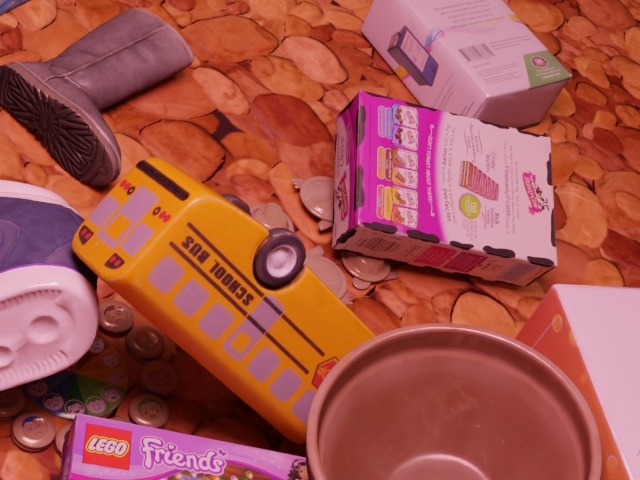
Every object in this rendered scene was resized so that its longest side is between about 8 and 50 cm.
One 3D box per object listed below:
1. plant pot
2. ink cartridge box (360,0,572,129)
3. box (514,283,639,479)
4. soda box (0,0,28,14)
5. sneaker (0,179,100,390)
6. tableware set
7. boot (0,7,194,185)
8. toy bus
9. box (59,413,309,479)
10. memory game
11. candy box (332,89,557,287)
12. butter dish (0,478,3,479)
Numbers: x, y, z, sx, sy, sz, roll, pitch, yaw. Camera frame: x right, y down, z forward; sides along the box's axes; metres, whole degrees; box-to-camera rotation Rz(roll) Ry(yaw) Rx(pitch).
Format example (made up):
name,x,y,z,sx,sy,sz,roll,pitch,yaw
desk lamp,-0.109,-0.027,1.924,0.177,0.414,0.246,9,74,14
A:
name,x,y,z,sx,sy,sz,roll,pitch,yaw
plant pot,0.105,0.191,1.092,0.237,0.110,0.237,1,47,-1
ink cartridge box,0.175,-0.231,1.627,0.154,0.093,0.212,-18,62,-37
box,0.278,0.239,1.158,0.168,0.215,0.345,4,48,-22
soda box,-0.384,-0.271,1.416,0.071,0.067,0.210,38,46,11
sneaker,-0.348,0.044,1.128,0.322,0.130,0.236,-14,30,-10
tableware set,0.000,0.000,1.385,0.141,0.020,0.169,-15,59,-36
boot,-0.212,-0.157,1.401,0.189,0.076,0.208,46,40,15
toy bus,-0.050,0.066,1.147,0.130,0.333,0.108,-49,38,-7
box,-0.072,0.263,1.077,0.293,0.057,0.201,13,46,-17
memory game,-0.216,0.115,1.182,0.186,0.012,0.186,13,46,-14
candy box,0.131,-0.052,1.407,0.233,0.071,0.159,12,63,-19
butter dish,-0.317,0.223,0.971,0.160,0.118,0.160,13,2,-15
